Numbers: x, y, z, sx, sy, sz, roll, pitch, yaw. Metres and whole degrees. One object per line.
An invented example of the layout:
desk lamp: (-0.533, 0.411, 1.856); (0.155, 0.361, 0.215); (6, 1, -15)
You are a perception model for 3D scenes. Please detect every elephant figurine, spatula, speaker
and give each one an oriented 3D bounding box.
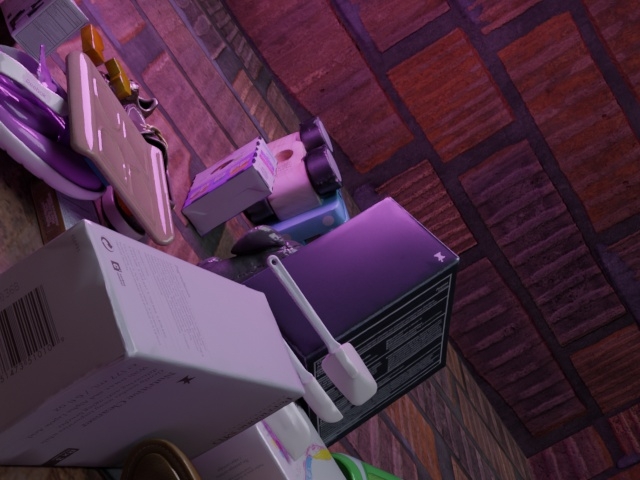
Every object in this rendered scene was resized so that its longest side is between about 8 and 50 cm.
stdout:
elephant figurine: (-0.094, 0.050, 1.542); (0.169, 0.239, 0.186); (53, 14, -27)
spatula: (-0.044, 0.149, 1.242); (0.242, 0.168, 0.019); (54, -24, 1)
speaker: (0.068, 0.437, 1.537); (0.296, 0.131, 0.131); (40, 22, -55)

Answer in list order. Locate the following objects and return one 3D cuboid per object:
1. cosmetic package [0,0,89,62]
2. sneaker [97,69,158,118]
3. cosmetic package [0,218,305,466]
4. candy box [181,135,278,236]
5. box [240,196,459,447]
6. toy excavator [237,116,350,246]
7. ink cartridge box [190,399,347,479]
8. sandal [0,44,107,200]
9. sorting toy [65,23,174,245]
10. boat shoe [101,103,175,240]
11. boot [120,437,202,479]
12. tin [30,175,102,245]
cosmetic package: (-0.419, -0.343, 1.379); (0.060, 0.099, 0.239); (52, -3, -32)
sneaker: (-0.363, -0.271, 1.630); (0.188, 0.071, 0.066); (38, 25, -59)
cosmetic package: (-0.201, 0.134, 1.007); (0.385, 0.217, 0.156); (30, 31, -61)
candy box: (-0.171, -0.109, 1.782); (0.070, 0.164, 0.196); (55, 13, -18)
box: (0.048, 0.136, 1.468); (0.183, 0.296, 0.294); (45, -27, 31)
toy excavator: (0.000, 0.000, 2.160); (0.433, 0.222, 0.445); (-100, 164, -55)
ink cartridge box: (-0.045, 0.360, 1.289); (0.354, 0.119, 0.207); (58, 13, 0)
sandal: (-0.413, -0.229, 1.206); (0.416, 0.102, 0.169); (51, 16, -7)
sorting toy: (-0.296, -0.159, 1.320); (0.229, 0.041, 0.307); (56, 13, -48)
boat shoe: (-0.295, -0.131, 1.511); (0.116, 0.096, 0.324); (49, 16, -37)
boot: (-0.118, 0.331, 1.078); (0.284, 0.109, 0.220); (63, 16, -3)
tin: (-0.336, -0.020, 1.246); (0.106, 0.040, 0.190); (31, 30, -56)
